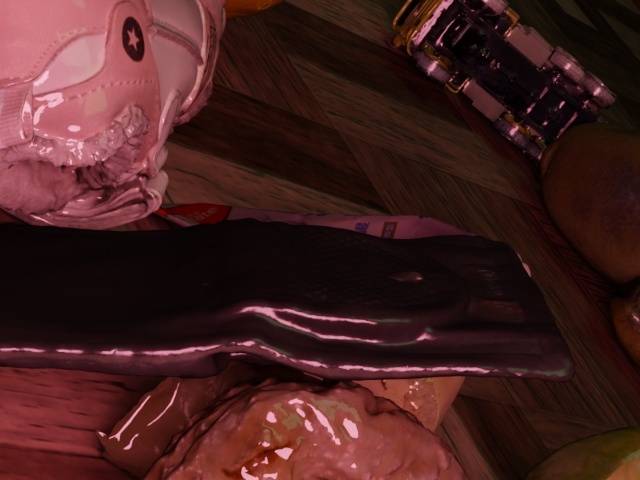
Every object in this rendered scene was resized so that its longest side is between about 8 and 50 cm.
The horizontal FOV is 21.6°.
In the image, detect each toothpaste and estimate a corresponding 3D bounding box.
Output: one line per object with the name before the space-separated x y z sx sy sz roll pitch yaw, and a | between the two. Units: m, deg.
toothpaste | 0.000 0.000 1.087 0.301 0.048 0.075 13 29 35

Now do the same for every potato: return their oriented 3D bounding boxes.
potato | 0.325 -0.041 1.788 0.251 0.159 0.174 40 -32 47

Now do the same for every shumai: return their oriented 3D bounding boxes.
shumai | -0.027 0.119 0.871 0.175 0.166 0.206 54 3 42

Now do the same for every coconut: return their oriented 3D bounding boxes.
coconut | 0.034 0.085 1.084 0.116 0.116 0.122 44 23 0

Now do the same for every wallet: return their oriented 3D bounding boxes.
wallet | -0.041 0.027 0.878 0.323 0.041 0.247 0 13 -4

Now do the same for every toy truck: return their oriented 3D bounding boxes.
toy truck | 0.204 -0.199 1.913 0.272 0.124 0.157 36 7 -26

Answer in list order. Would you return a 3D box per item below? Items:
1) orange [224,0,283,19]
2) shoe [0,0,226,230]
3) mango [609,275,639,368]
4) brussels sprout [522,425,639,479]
orange | -0.090 -0.316 1.411 0.279 0.279 0.235 53 -5 23
shoe | -0.160 -0.100 1.042 0.351 0.172 0.198 35 48 -72
mango | 0.433 0.146 1.651 0.329 0.175 0.176 30 -8 19
brussels sprout | 0.196 0.211 1.118 0.131 0.145 0.183 32 -37 46
